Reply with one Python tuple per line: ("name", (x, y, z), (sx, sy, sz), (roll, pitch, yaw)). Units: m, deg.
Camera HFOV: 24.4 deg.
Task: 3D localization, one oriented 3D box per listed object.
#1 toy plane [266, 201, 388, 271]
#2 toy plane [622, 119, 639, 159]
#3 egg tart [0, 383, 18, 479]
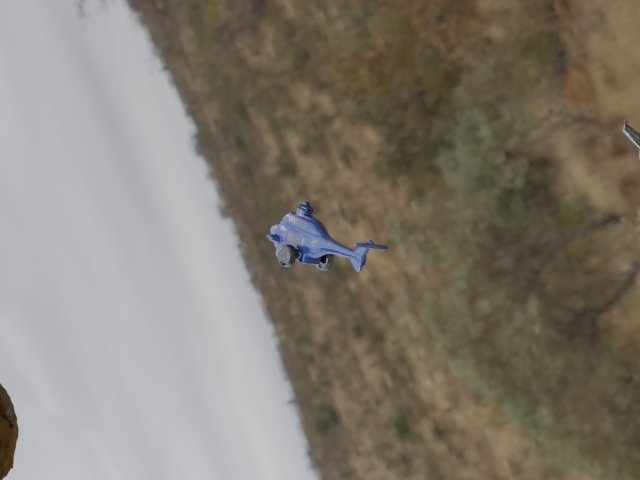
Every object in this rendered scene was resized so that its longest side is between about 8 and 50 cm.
("toy plane", (0.000, 0.000, 1.384), (0.167, 0.054, 0.062), (20, 102, 55))
("toy plane", (0.247, -0.058, 1.032), (0.031, 0.079, 0.083), (104, 179, -67))
("egg tart", (-0.445, 0.176, 1.508), (0.294, 0.295, 0.116), (-112, 28, -43))
